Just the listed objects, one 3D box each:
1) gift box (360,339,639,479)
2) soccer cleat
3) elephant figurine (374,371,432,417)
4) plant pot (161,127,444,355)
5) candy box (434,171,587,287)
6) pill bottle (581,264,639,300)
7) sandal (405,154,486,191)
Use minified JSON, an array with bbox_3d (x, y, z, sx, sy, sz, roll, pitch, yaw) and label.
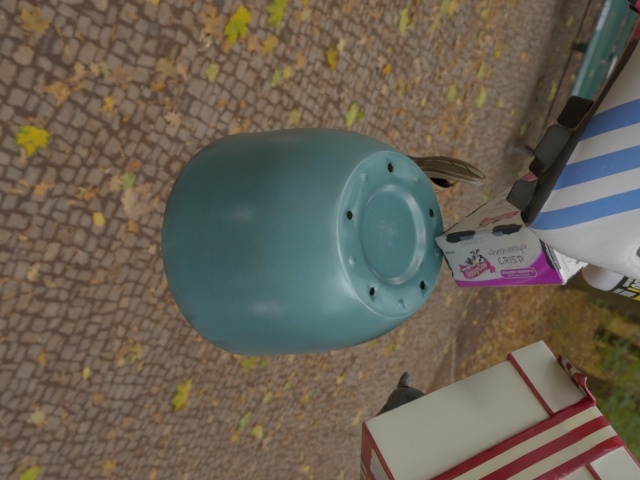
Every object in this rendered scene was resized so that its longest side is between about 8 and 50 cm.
[{"bbox_3d":[0.206,0.276,0.700,0.258,0.255,0.276,-19,146,-15],"label":"gift box"},{"bbox_3d":[0.238,-0.100,0.395,0.116,0.143,0.331,-49,164,-38],"label":"soccer cleat"},{"bbox_3d":[0.249,0.405,1.441,0.169,0.240,0.185,-20,103,-50],"label":"elephant figurine"},{"bbox_3d":[0.000,0.000,0.802,0.293,0.235,0.292,3,86,-44],"label":"plant pot"},{"bbox_3d":[0.266,-0.034,0.752,0.233,0.159,0.071,-32,100,-26],"label":"candy box"},{"bbox_3d":[0.573,0.023,0.975,0.188,0.334,0.187,16,90,-83],"label":"pill bottle"},{"bbox_3d":[0.172,-0.103,1.077,0.072,0.180,0.049,-63,155,-60],"label":"sandal"}]
